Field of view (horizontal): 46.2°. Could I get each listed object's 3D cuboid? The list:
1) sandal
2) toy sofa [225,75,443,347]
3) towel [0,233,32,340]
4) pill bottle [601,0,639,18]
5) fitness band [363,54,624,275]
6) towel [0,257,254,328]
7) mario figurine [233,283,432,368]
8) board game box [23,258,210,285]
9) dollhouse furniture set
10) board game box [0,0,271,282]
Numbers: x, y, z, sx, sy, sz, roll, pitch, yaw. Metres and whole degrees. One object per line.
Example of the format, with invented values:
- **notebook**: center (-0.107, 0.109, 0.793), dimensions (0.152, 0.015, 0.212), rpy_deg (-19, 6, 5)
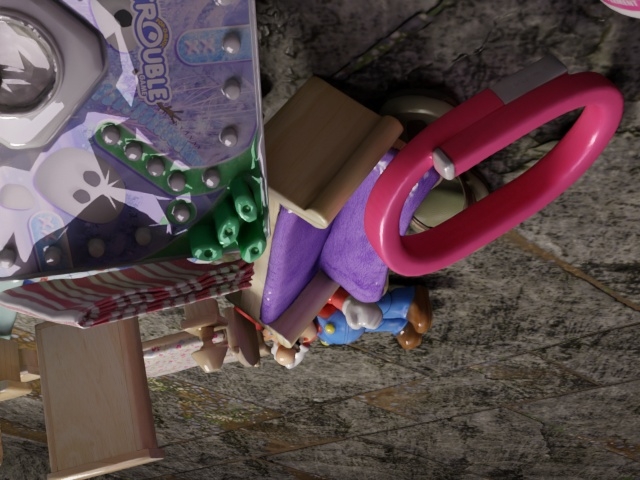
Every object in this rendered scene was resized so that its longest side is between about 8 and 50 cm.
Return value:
- **sandal**: center (0.132, -0.059, 0.891), dimensions (0.120, 0.086, 0.303), rpy_deg (-6, 149, 21)
- **toy sofa**: center (0.000, 0.000, 0.893), dimensions (0.177, 0.150, 0.362), rpy_deg (35, 153, 10)
- **towel**: center (-0.470, 0.017, 0.774), dimensions (0.320, 0.090, 0.374), rpy_deg (17, 149, -20)
- **pill bottle**: center (0.167, -0.271, 0.426), dimensions (0.160, 0.160, 0.283), rpy_deg (-21, 141, 39)
- **fitness band**: center (0.177, -0.068, 0.757), dimensions (0.290, 0.054, 0.209), rpy_deg (-30, 149, -9)
- **towel**: center (-0.176, 0.040, 0.692), dimensions (0.144, 0.029, 0.197), rpy_deg (3, -170, 42)
- **mario figurine**: center (0.011, 0.150, 1.196), dimensions (0.320, 0.170, 0.198), rpy_deg (0, 117, -5)
- **board game box**: center (-0.322, -0.031, 0.840), dimensions (0.302, 0.086, 0.308), rpy_deg (29, 143, -36)
- **dollhouse furniture set**: center (-0.233, 0.209, 0.961), dimensions (0.303, 0.174, 0.355), rpy_deg (-15, 162, 5)
- **board game box**: center (-0.238, -0.131, 0.567), dimensions (0.390, 0.050, 0.390), rpy_deg (-7, 119, -10)
